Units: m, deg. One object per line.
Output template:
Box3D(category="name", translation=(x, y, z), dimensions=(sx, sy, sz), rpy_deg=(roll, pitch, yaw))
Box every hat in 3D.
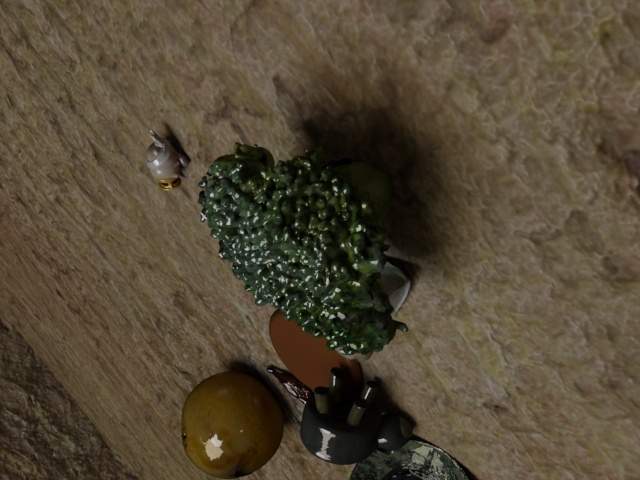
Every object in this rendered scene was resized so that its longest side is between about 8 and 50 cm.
Box3D(category="hat", translation=(0.192, 0.539, 1.318), dimensions=(0.265, 0.265, 0.128), rpy_deg=(29, 173, 24))

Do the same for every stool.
Box3D(category="stool", translation=(0.065, 0.346, 1.276), dimensions=(0.153, 0.228, 0.139), rpy_deg=(-132, 48, -57))

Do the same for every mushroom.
Box3D(category="mushroom", translation=(0.066, 0.181, 1.191), dimensions=(0.085, 0.085, 0.079), rpy_deg=(31, 105, 22))

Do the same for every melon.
Box3D(category="melon", translation=(0.073, 0.100, 1.093), dimensions=(0.202, 0.093, 0.139), rpy_deg=(13, 139, 45))

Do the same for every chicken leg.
Box3D(category="chicken leg", translation=(-0.067, 0.339, 1.498), dimensions=(0.145, 0.037, 0.062), rpy_deg=(39, 156, 9))

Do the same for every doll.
Box3D(category="doll", translation=(-0.301, -0.161, 1.262), dimensions=(0.084, 0.073, 0.127), rpy_deg=(0, 134, 6))

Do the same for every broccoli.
Box3D(category="broccoli", translation=(-0.017, 0.012, 0.920), dimensions=(0.334, 0.272, 0.324), rpy_deg=(24, 114, 38))

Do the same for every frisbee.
Box3D(category="frisbee", translation=(-0.016, 0.246, 1.371), dimensions=(0.251, 0.021, 0.250), rpy_deg=(26, 139, 25))

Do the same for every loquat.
Box3D(category="loquat", translation=(-0.223, 0.456, 1.599), dimensions=(0.263, 0.263, 0.263), rpy_deg=(27, 138, 27))
